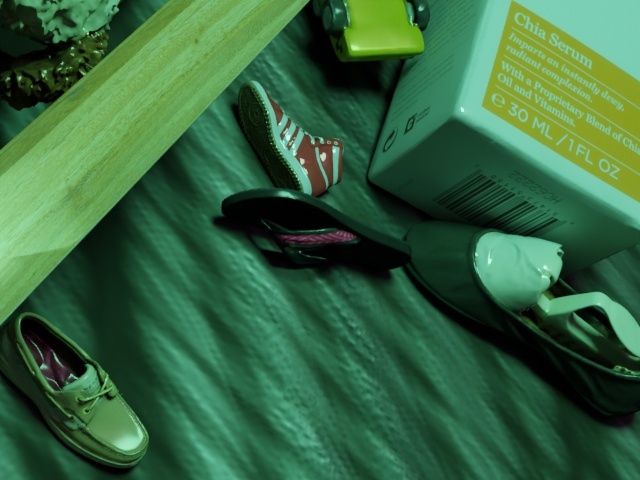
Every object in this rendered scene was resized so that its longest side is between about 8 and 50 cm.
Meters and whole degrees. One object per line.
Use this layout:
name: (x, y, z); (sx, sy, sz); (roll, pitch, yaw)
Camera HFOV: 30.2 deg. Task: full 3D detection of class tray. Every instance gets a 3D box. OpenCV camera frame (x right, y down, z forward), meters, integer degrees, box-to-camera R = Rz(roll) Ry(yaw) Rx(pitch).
tray: (-0.175, -0.038, 0.799); (0.076, 0.203, 0.411); (43, 46, -9)

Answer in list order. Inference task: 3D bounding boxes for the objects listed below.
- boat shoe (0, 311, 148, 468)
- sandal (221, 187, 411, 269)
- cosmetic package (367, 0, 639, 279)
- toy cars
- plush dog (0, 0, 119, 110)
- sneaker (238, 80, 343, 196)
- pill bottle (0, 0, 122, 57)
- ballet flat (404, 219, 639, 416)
boat shoe: (-0.170, 0.104, 0.821); (0.135, 0.045, 0.050); (41, 47, -5)
sandal: (0.000, 0.000, 0.997); (0.179, 0.067, 0.040); (21, 63, -26)
cosmetic package: (0.233, -0.216, 1.177); (0.230, 0.161, 0.453); (28, 60, -17)
toy cars: (-0.046, -0.314, 1.156); (0.393, 0.087, 0.176); (40, 62, 0)
plush dog: (-0.224, -0.214, 0.784); (0.225, 0.210, 0.263); (11, 75, -47)
sneaker: (-0.024, -0.093, 1.054); (0.067, 0.042, 0.118); (-22, 83, -38)
pill bottle: (-0.199, -0.248, 0.983); (0.117, 0.117, 0.208); (40, 47, -6)
ballet flat: (0.209, 0.054, 1.082); (0.280, 0.096, 0.095); (34, 49, -11)
